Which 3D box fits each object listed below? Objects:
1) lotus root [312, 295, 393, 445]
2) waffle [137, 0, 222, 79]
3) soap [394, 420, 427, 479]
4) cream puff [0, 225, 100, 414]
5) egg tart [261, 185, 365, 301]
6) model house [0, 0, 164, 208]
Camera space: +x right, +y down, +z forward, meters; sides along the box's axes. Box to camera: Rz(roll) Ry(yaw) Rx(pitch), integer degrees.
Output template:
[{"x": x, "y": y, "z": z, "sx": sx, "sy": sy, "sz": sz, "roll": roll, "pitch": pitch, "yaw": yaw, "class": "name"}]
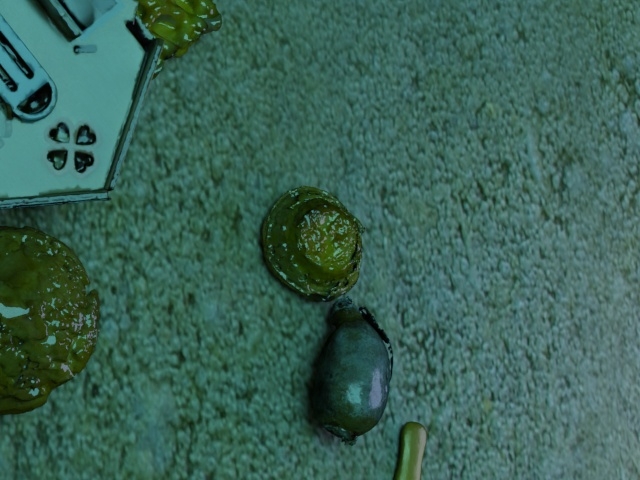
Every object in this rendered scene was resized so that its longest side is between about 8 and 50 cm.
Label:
[{"x": 0.035, "y": 0.138, "z": 2.074, "sx": 0.088, "sy": 0.088, "sz": 0.165, "roll": 23, "pitch": 56, "yaw": -25, "class": "lotus root"}, {"x": -0.244, "y": -0.307, "z": 2.035, "sx": 0.329, "sy": 0.062, "sz": 0.329, "roll": 8, "pitch": 74, "yaw": -29, "class": "waffle"}, {"x": 0.098, "y": 0.240, "z": 2.120, "sx": 0.034, "sy": 0.012, "sz": 0.089, "roll": 21, "pitch": 66, "yaw": -25, "class": "soap"}, {"x": -0.295, "y": 0.072, "z": 1.859, "sx": 0.189, "sy": 0.129, "sz": 0.189, "roll": 11, "pitch": 67, "yaw": -29, "class": "cream puff"}, {"x": 0.000, "y": 0.000, "z": 2.106, "sx": 0.130, "sy": 0.052, "sz": 0.130, "roll": 10, "pitch": 69, "yaw": -27, "class": "egg tart"}, {"x": -0.294, "y": -0.127, "z": 1.858, "sx": 0.326, "sy": 0.169, "sz": 0.244, "roll": -41, "pitch": 106, "yaw": -17, "class": "model house"}]
